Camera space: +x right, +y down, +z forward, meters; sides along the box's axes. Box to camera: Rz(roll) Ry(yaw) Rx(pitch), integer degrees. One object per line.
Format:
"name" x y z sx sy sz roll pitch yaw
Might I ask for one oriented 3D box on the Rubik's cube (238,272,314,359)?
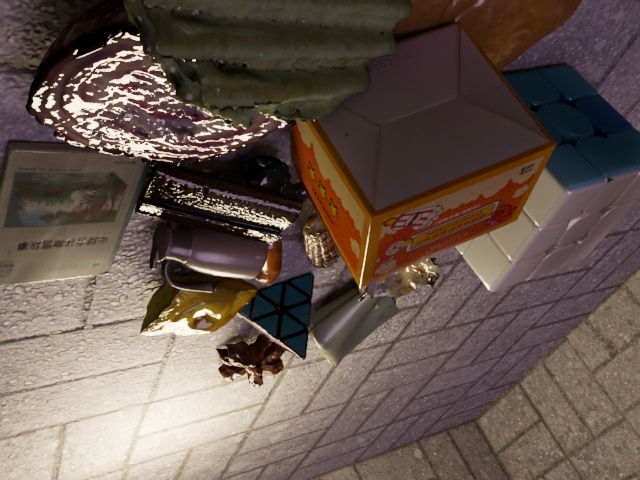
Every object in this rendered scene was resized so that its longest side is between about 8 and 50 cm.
"Rubik's cube" -0.072 0.152 1.521 0.178 0.211 0.190 -52 172 -14

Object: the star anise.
"star anise" -0.162 0.293 1.635 0.212 0.111 0.196 -6 150 -46

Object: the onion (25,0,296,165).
"onion" -0.212 -0.202 0.818 0.280 0.146 0.314 -12 165 27

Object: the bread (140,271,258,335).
"bread" -0.240 0.120 1.319 0.160 0.088 0.233 -37 152 23

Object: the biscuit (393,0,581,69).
"biscuit" 0.249 -0.372 1.012 0.385 0.062 0.365 -29 151 0

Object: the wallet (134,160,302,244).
"wallet" -0.164 -0.051 1.078 0.243 0.039 0.133 15 146 -24

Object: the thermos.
"thermos" -0.204 0.026 1.174 0.193 0.105 0.137 6 110 -39

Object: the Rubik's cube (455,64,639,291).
"Rubik's cube" 0.403 -0.123 1.280 0.291 0.290 0.291 -15 146 -28

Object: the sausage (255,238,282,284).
"sausage" -0.105 0.032 1.329 0.062 0.054 0.183 7 148 2

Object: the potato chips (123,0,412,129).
"potato chips" -0.033 -0.303 0.728 0.429 0.070 0.359 -14 116 -46

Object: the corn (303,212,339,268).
"corn" 0.000 0.000 1.307 0.079 0.080 0.237 -28 165 -3

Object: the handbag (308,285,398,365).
"handbag" 0.118 0.182 1.701 0.315 0.109 0.241 -32 151 -3

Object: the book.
"book" -0.388 -0.035 1.016 0.214 0.025 0.283 -5 140 -38

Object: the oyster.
"oyster" 0.133 0.041 1.467 0.197 0.133 0.337 -35 146 10

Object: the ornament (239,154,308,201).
"ornament" -0.009 -0.126 1.152 0.236 0.080 0.202 -26 153 -1

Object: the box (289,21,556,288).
"box" 0.129 -0.124 0.979 0.283 0.260 0.214 -22 154 -13
